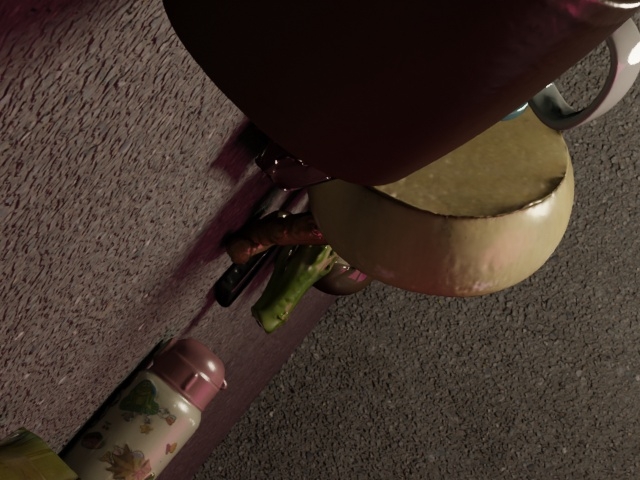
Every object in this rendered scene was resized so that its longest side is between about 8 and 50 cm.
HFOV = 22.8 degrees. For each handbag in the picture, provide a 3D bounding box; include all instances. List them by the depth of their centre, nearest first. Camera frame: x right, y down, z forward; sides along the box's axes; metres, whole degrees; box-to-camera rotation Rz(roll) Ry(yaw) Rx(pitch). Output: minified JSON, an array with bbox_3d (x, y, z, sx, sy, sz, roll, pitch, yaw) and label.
[{"bbox_3d":[0.032,-0.119,1.754,0.203,0.074,0.216,-15,173,5],"label":"handbag"}]

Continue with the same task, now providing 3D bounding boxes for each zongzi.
[{"bbox_3d":[-0.394,0.330,1.603,0.289,0.123,0.260,-47,170,13],"label":"zongzi"}]

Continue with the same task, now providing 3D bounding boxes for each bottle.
[{"bbox_3d":[-0.235,0.245,2.173,0.253,0.120,0.120,-51,174,-9],"label":"bottle"}]

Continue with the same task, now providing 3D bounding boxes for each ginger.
[{"bbox_3d":[0.005,-0.014,2.080,0.258,0.065,0.149,-7,-165,1],"label":"ginger"}]

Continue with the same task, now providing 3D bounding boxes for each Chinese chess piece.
[{"bbox_3d":[0.151,-0.077,2.001,0.338,0.338,0.140,-43,152,-45],"label":"Chinese chess piece"}]

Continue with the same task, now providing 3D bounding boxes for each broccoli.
[{"bbox_3d":[0.004,0.004,2.254,0.304,0.145,0.165,-52,173,10],"label":"broccoli"}]

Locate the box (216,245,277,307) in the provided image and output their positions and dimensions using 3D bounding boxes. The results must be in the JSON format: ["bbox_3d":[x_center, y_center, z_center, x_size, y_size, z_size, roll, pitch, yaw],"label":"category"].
[{"bbox_3d":[-0.104,0.038,2.282,0.126,0.027,0.125,-50,176,-14],"label":"box"}]

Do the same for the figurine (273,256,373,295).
[{"bbox_3d":[0.038,-0.010,2.472,0.158,0.161,0.275,12,124,-35],"label":"figurine"}]

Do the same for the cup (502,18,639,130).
[{"bbox_3d":[0.219,-0.254,1.678,0.219,0.290,0.257,-25,160,-33],"label":"cup"}]

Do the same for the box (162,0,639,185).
[{"bbox_3d":[0.049,-0.186,1.028,0.216,0.301,0.301,-45,176,27],"label":"box"}]
